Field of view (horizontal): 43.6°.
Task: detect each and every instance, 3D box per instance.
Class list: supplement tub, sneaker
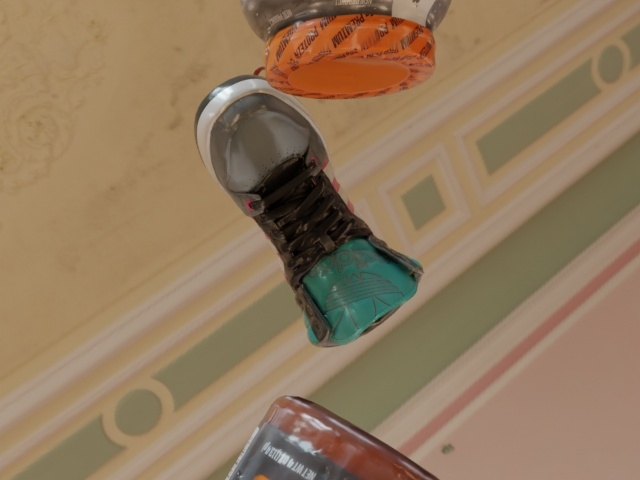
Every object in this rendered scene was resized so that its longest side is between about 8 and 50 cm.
[{"bbox_3d":[-0.025,0.179,0.365,0.106,0.106,0.198,40,-107,-30],"label":"supplement tub"},{"bbox_3d":[0.000,0.000,0.709,0.124,0.178,0.295,-37,-38,-2],"label":"sneaker"},{"bbox_3d":[0.012,-0.181,0.435,0.117,0.117,0.190,0,-96,-30],"label":"supplement tub"}]

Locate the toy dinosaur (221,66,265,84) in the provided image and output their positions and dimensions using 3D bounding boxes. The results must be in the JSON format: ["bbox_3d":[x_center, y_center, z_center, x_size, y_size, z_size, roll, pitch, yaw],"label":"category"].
[{"bbox_3d":[-0.088,-0.147,0.931,0.090,0.047,0.082,-35,-103,20],"label":"toy dinosaur"}]
